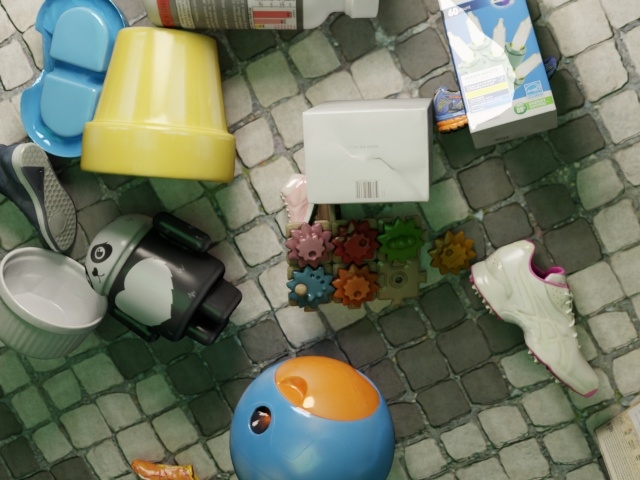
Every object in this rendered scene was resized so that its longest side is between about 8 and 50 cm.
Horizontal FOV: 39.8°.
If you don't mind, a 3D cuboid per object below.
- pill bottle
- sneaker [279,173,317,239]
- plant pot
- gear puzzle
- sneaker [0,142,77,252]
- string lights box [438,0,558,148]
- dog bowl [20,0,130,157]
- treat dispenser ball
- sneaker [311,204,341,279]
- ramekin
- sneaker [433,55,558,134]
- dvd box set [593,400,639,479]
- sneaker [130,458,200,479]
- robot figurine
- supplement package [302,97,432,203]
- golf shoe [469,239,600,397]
[{"bbox_3d":[-0.090,-0.440,1.398,0.362,0.210,0.210,1,103,0],"label":"pill bottle"},{"bbox_3d":[-0.046,-0.056,1.573,0.070,0.051,0.134,19,102,6],"label":"sneaker"},{"bbox_3d":[-0.263,-0.222,1.474,0.254,0.254,0.239,5,94,8],"label":"plant pot"},{"bbox_3d":[0.108,0.044,1.537,0.338,0.044,0.176,-3,113,-7],"label":"gear puzzle"},{"bbox_3d":[-0.552,-0.082,1.635,0.163,0.086,0.226,4,126,28],"label":"sneaker"},{"bbox_3d":[0.276,-0.289,1.397,0.133,0.077,0.260,-15,72,12],"label":"string lights box"},{"bbox_3d":[-0.425,-0.297,1.566,0.165,0.074,0.297,17,106,5],"label":"dog bowl"},{"bbox_3d":[-0.014,0.345,1.536,0.288,0.288,0.288,2,103,9],"label":"treat dispenser ball"},{"bbox_3d":[0.000,0.000,1.569,0.071,0.066,0.188,-1,102,9],"label":"sneaker"},{"bbox_3d":[-0.505,0.120,1.613,0.207,0.207,0.109,37,115,-1],"label":"ramekin"},{"bbox_3d":[0.285,-0.255,1.460,0.221,0.083,0.087,-23,90,10],"label":"sneaker"},{"bbox_3d":[0.649,0.279,1.407,0.420,0.307,0.062,-38,97,14],"label":"dvd box set"},{"bbox_3d":[-0.286,0.462,1.734,0.175,0.064,0.067,22,86,-2],"label":"sneaker"},{"bbox_3d":[-0.282,0.071,1.574,0.278,0.173,0.209,33,79,0],"label":"robot figurine"},{"bbox_3d":[0.085,-0.150,1.450,0.194,0.203,0.149,0,103,10],"label":"supplement package"},{"bbox_3d":[0.394,0.132,1.515,0.140,0.115,0.306,-41,95,12],"label":"golf shoe"}]
